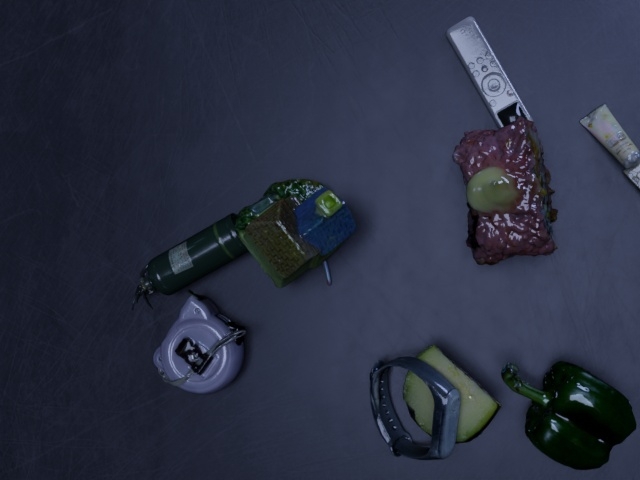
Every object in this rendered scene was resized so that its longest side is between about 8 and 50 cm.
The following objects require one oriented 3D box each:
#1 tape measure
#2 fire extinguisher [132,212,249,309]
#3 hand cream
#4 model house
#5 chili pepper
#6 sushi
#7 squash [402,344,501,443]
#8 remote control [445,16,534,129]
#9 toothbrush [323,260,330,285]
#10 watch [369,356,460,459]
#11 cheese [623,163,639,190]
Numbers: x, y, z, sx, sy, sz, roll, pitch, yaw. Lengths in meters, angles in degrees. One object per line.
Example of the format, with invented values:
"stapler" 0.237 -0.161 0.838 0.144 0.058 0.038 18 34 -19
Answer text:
"tape measure" -0.249 0.230 1.833 0.178 0.105 0.196 29 94 11
"fire extinguisher" -0.288 0.049 1.856 0.294 0.093 0.118 -29 57 11
"hand cream" 0.568 -0.201 1.684 0.061 0.039 0.143 -38 63 12
"model house" -0.041 -0.038 1.716 0.214 0.189 0.195 -34 91 -12
"chili pepper" 0.456 0.307 1.643 0.261 0.165 0.173 33 114 8
"sushi" 0.346 -0.093 1.645 0.171 0.236 0.270 -8 91 21
"squash" 0.262 0.307 1.740 0.192 0.085 0.184 44 127 18
"remote control" 0.339 -0.328 1.750 0.067 0.029 0.261 -29 83 11
"toothbrush" 0.000 0.000 1.828 0.019 0.013 0.193 -11 86 4
"watch" 0.181 0.335 1.717 0.193 0.068 0.206 17 113 39
"cheese" 0.736 -0.005 1.650 0.085 0.034 0.400 -39 81 10
